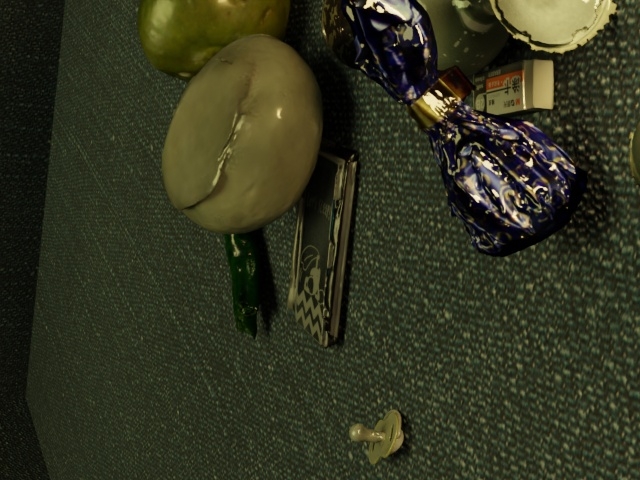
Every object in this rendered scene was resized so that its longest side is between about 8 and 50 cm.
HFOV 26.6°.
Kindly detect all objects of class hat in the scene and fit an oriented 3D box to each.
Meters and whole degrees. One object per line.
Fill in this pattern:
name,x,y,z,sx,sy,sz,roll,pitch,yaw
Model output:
hat,0.047,-0.273,1.709,0.050,0.121,0.121,-14,74,27

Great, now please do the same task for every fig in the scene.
fig,-0.154,-0.385,1.983,0.233,0.233,0.314,160,114,-66

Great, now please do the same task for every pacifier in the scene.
pacifier,0.067,0.237,1.666,0.083,0.064,0.068,136,147,-59

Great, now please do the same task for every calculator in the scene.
calculator,0.001,0.000,1.868,0.165,0.028,0.274,-146,60,-66

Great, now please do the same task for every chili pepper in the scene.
chili pepper,-0.118,0.041,2.105,0.098,0.061,0.224,108,151,-66

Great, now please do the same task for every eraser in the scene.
eraser,0.197,-0.154,1.394,0.122,0.029,0.052,179,90,-68

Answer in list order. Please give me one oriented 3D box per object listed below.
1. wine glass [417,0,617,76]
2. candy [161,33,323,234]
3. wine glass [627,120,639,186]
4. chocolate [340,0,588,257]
wine glass,0.157,-0.235,1.360,0.321,0.143,0.143,172,97,-68
candy,-0.099,-0.141,1.864,0.295,0.185,0.295,-31,50,45
wine glass,0.324,-0.062,0.989,0.204,0.111,0.111,-156,68,-63
chocolate,0.103,-0.145,1.272,0.126,0.343,0.148,-36,10,25
